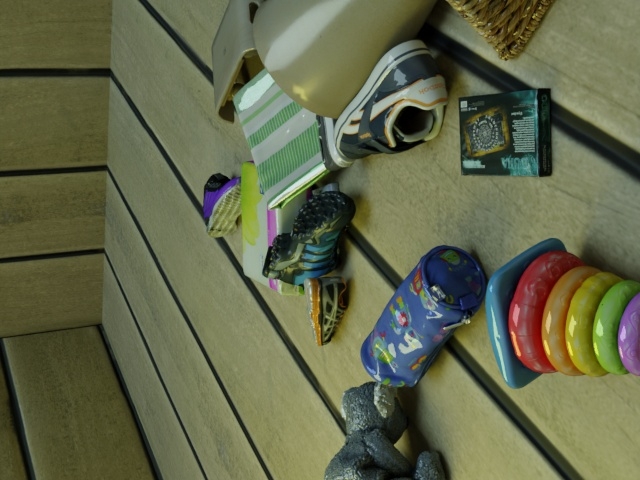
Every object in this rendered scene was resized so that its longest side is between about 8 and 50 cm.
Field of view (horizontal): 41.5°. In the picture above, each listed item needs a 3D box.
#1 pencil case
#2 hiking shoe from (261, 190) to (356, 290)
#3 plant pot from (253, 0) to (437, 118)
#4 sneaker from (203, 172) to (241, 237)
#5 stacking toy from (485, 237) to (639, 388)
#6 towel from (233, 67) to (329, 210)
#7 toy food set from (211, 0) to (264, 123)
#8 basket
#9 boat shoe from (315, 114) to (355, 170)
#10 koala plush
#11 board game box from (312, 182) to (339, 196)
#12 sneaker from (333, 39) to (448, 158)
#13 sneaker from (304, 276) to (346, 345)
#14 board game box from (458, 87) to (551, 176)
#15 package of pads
[{"bbox_3d":[0.172,0.140,1.429,0.133,0.119,0.306,66,149,29],"label":"pencil case"},{"bbox_3d":[0.000,0.000,1.769,0.304,0.132,0.113,-41,32,47],"label":"hiking shoe"},{"bbox_3d":[0.067,-0.387,1.433,0.274,0.256,0.256,-34,64,43],"label":"plant pot"},{"bbox_3d":[-0.262,-0.126,2.274,0.293,0.102,0.146,-47,53,57],"label":"sneaker"},{"bbox_3d":[0.365,0.105,1.022,0.302,0.166,0.175,9,119,52],"label":"stacking toy"},{"bbox_3d":[-0.069,-0.252,1.815,0.248,0.038,0.324,-36,59,29],"label":"towel"},{"bbox_3d":[-0.195,-0.466,2.107,0.306,0.092,0.219,128,142,-53],"label":"toy food set"},{"bbox_3d":[0.239,-0.454,1.201,0.213,0.223,0.299,-39,54,21],"label":"basket"},{"bbox_3d":[0.024,-0.244,1.669,0.076,0.080,0.228,-27,67,50],"label":"boat shoe"},{"bbox_3d":[0.100,0.363,1.570,0.196,0.203,0.221,142,130,-59],"label":"koala plush"},{"bbox_3d":[0.015,-0.072,1.814,0.090,0.020,0.090,-14,82,63],"label":"board game box"},{"bbox_3d":[0.118,-0.200,1.462,0.127,0.126,0.321,63,156,14],"label":"sneaker"},{"bbox_3d":[0.015,0.153,1.804,0.215,0.083,0.084,88,165,-52],"label":"sneaker"},{"bbox_3d":[0.273,-0.158,1.267,0.186,0.026,0.126,11,106,63],"label":"board game box"},{"bbox_3d":[-0.105,-0.036,1.975,0.229,0.101,0.296,21,113,61],"label":"package of pads"}]
